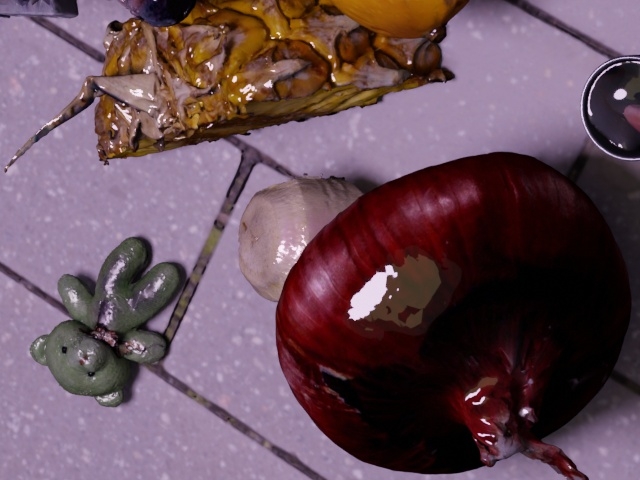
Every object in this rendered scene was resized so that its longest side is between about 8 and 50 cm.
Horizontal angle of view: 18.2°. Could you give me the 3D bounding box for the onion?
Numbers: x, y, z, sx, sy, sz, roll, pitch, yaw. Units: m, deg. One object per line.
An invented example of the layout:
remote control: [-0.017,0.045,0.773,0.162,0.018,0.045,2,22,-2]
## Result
onion: [0.109,0.079,1.479,0.273,0.273,0.285,-47,43,25]

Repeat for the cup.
cup: [0.249,-0.110,1.483,0.078,0.077,0.100,47,115,10]

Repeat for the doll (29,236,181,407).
doll: [-0.186,0.070,1.728,0.115,0.077,0.150,33,101,5]

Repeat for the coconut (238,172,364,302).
coconut: [0.000,0.000,1.607,0.110,0.124,0.110,-8,80,57]

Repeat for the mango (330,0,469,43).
mango: [0.016,-0.311,1.511,0.359,0.144,0.187,63,143,18]

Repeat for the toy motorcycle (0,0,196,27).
toy motorcycle: [-0.205,-0.243,1.566,0.401,0.134,0.207,-14,86,33]

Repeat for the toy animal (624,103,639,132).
toy animal: [0.355,-0.074,1.401,0.195,0.090,0.324,-41,94,16]

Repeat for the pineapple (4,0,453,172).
pineapple: [-0.086,-0.157,1.587,0.335,0.158,0.161,-9,95,27]
